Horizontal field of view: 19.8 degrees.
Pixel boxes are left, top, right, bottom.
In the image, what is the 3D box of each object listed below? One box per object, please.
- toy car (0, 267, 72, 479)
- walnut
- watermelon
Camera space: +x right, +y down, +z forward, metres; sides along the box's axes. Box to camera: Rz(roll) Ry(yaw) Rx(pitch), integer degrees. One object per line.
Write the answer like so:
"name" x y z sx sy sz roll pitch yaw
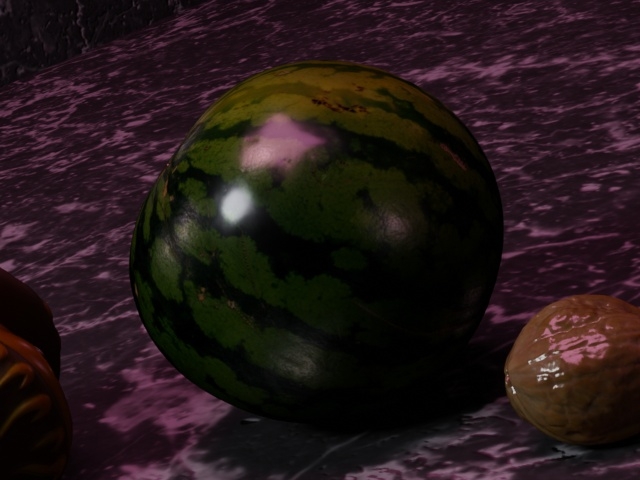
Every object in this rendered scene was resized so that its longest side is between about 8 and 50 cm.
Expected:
"toy car" -0.360 0.138 1.438 0.340 0.271 0.240 -26 39 -21
"walnut" 0.189 0.090 1.268 0.124 0.105 0.105 -13 16 -4
"watermelon" 0.000 0.000 1.412 0.285 0.285 0.285 -15 16 5
